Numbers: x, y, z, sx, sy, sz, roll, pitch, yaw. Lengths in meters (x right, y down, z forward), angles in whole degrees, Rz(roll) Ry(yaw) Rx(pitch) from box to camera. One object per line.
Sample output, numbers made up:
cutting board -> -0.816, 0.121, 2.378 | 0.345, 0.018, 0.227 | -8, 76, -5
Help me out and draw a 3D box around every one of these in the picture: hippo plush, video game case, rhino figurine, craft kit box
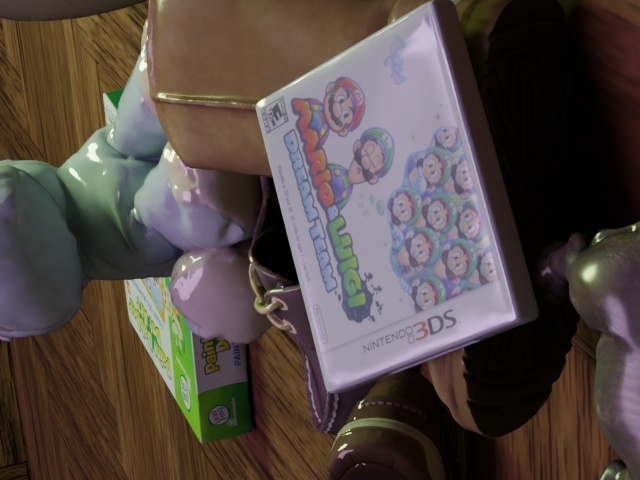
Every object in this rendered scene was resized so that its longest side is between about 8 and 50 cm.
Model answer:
hippo plush -> -0.162, -0.045, 1.408 | 0.294, 0.236, 0.234 | -105, 6, -76
video game case -> 0.033, -0.018, 0.962 | 0.143, 0.019, 0.157 | -26, 74, 48
rhino figurine -> 0.163, 0.103, 0.852 | 0.106, 0.073, 0.243 | 133, 122, -74
craft kit box -> -0.130, 0.016, 1.793 | 0.250, 0.061, 0.246 | -130, 29, -58

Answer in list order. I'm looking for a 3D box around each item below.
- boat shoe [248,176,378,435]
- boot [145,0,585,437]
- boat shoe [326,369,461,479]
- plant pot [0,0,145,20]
boat shoe -> 0.000, 0.000, 1.267 | 0.116, 0.097, 0.324 | -120, 24, -48
boot -> 0.016, -0.037, 1.061 | 0.269, 0.089, 0.236 | 13, 103, 47
boat shoe -> 0.057, 0.187, 1.275 | 0.095, 0.095, 0.257 | -71, -13, -45
plant pot -> -0.109, -0.273, 1.219 | 0.191, 0.284, 0.284 | 7, 114, 33
